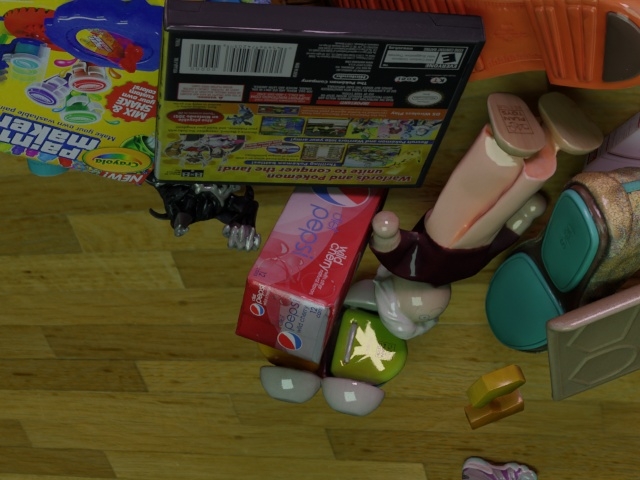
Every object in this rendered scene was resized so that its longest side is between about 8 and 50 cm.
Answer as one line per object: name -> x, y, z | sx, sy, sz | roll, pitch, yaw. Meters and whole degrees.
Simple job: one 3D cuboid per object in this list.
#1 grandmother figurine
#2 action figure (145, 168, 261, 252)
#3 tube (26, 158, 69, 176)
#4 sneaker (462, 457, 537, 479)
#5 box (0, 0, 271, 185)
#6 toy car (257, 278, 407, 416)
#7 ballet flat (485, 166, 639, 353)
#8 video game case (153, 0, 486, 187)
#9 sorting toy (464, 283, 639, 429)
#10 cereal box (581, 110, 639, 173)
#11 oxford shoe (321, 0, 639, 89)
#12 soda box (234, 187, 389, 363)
grandmother figurine -> 0.143, -0.010, 1.242 | 0.208, 0.104, 0.342 | 4, 142, -21
action figure -> -0.117, -0.075, 1.300 | 0.164, 0.141, 0.275 | 32, 129, -12
tube -> -0.323, -0.174, 1.359 | 0.080, 0.052, 0.207 | 3, 123, 10
sneaker -> 0.229, 0.322, 1.546 | 0.098, 0.069, 0.038 | 3, 129, 18
box -> -0.246, -0.228, 1.122 | 0.290, 0.177, 0.279 | 13, 140, -30
toy car -> 0.018, 0.127, 1.431 | 0.182, 0.159, 0.136 | 9, 165, 12
ballet flat -> 0.270, 0.026, 1.236 | 0.123, 0.123, 0.348 | 22, 154, 2
video game case -> -0.013, -0.126, 1.103 | 0.275, 0.035, 0.248 | 1, 151, -10
sorting toy -> 0.287, 0.100, 1.227 | 0.307, 0.041, 0.229 | -21, 152, 1
cereal box -> 0.400, -0.086, 1.158 | 0.173, 0.047, 0.240 | 39, 131, -12
oxford shoe -> 0.161, -0.228, 1.093 | 0.364, 0.132, 0.130 | 16, 146, 31
soda box -> 0.000, 0.000, 1.232 | 0.092, 0.263, 0.083 | 19, 131, 5
